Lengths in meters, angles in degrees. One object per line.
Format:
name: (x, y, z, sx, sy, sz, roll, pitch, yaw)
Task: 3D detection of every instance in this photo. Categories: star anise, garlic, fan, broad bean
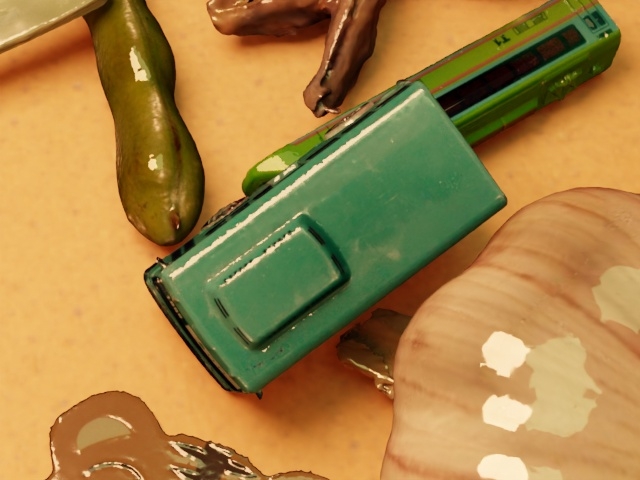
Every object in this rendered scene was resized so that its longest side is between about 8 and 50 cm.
star anise: (0.026, -0.164, 1.045, 0.208, 0.063, 0.172, -35, 66, -17)
garlic: (0.101, 0.082, 0.871, 0.245, 0.245, 0.253, -44, 35, -23)
fan: (-0.086, 0.181, 0.881, 0.152, 0.008, 0.227, 21, 62, 6)
broad bean: (-0.107, -0.106, 1.005, 0.052, 0.052, 0.256, -23, 64, -1)
fan: (-0.190, -0.087, 0.981, 0.193, 0.016, 0.038, -30, 60, -2)

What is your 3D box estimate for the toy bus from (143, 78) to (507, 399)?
toy bus: (0.000, 0.000, 0.911, 0.160, 0.092, 0.079, -36, 95, -2)

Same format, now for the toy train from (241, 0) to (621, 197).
toy train: (0.059, -0.060, 0.999, 0.209, 0.044, 0.042, -30, 70, -18)
